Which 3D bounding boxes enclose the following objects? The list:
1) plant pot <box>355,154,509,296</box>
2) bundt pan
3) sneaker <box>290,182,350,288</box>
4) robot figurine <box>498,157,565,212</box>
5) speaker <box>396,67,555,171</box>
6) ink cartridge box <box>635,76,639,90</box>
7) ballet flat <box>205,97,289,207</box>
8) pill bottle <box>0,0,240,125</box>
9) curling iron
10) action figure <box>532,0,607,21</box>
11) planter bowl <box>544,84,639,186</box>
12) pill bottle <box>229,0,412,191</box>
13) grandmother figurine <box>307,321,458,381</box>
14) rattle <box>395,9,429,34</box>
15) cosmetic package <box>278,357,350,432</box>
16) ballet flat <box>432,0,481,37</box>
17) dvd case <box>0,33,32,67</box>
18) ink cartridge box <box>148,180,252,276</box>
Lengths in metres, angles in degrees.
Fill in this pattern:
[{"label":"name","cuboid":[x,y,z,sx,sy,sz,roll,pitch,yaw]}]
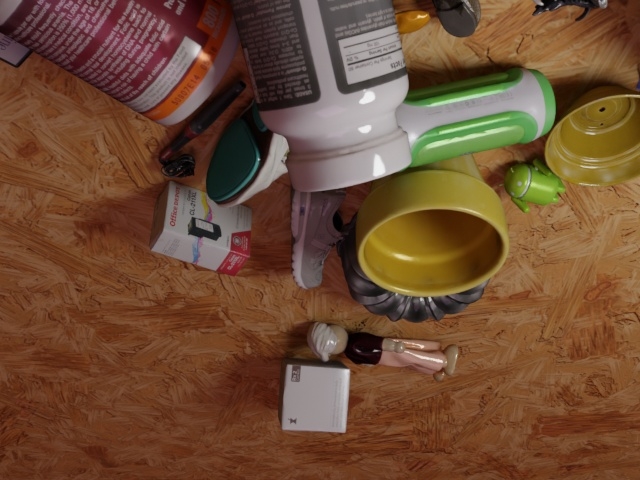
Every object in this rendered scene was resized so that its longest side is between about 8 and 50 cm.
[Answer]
[{"label":"plant pot","cuboid":[0.184,-0.068,1.529,0.253,0.239,0.254,-1,142,0]},{"label":"bundt pan","cuboid":[0.195,0.056,1.782,0.330,0.124,0.331,0,141,0]},{"label":"sneaker","cuboid":[0.000,0.000,1.722,0.115,0.105,0.281,0,141,0]},{"label":"robot figurine","cuboid":[0.388,-0.103,1.622,0.115,0.067,0.101,13,130,-16]},{"label":"speaker","cuboid":[0.216,-0.192,1.404,0.296,0.131,0.131,-13,144,-14]},{"label":"ink cartridge box","cuboid":[0.566,-0.316,1.173,0.065,0.185,0.311,-9,123,-48]},{"label":"ballet flat","cuboid":[-0.072,-0.185,1.485,0.139,0.139,0.400,15,138,-19]},{"label":"pill bottle","cuboid":[-0.317,-0.342,1.193,0.392,0.224,0.224,29,133,-33]},{"label":"curling iron","cuboid":[-0.203,-0.193,1.534,0.068,0.035,0.274,18,139,-28]},{"label":"action figure","cuboid":[0.347,-0.389,1.204,0.164,0.141,0.276,-28,133,15]},{"label":"planter bowl","cuboid":[0.481,-0.194,1.488,0.217,0.090,0.217,0,143,0]},{"label":"pill bottle","cuboid":[0.000,-0.261,1.179,0.210,0.210,0.363,-10,104,13]},{"label":"grandmother figurine","cuboid":[0.132,0.254,2.058,0.342,0.104,0.208,13,147,-13]},{"label":"rattle","cuboid":[0.075,-0.242,1.323,0.142,0.200,0.130,11,153,17]},{"label":"cosmetic package","cuboid":[-0.018,0.362,2.089,0.151,0.151,0.183,4,178,-6]},{"label":"ballet flat","cuboid":[0.172,-0.401,1.263,0.084,0.058,0.250,0,142,36]},{"label":"dvd case","cuboid":[-0.515,-0.365,1.303,0.253,0.022,0.180,26,135,-38]},{"label":"ink cartridge box","cuboid":[-0.225,-0.022,1.675,0.175,0.128,0.072,19,137,-23]}]
